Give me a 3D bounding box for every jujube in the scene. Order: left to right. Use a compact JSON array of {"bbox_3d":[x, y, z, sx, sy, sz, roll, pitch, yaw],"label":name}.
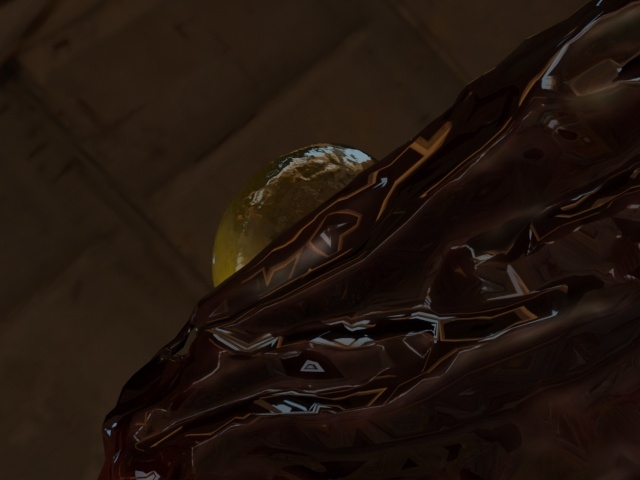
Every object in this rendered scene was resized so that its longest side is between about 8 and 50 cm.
[{"bbox_3d":[0.119,0.036,0.373,0.342,0.216,0.216,-23,-106,-5],"label":"jujube"}]

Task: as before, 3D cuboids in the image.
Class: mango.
[{"bbox_3d":[0.000,0.000,1.064,0.130,0.092,0.195,23,-147,-6],"label":"mango"}]
